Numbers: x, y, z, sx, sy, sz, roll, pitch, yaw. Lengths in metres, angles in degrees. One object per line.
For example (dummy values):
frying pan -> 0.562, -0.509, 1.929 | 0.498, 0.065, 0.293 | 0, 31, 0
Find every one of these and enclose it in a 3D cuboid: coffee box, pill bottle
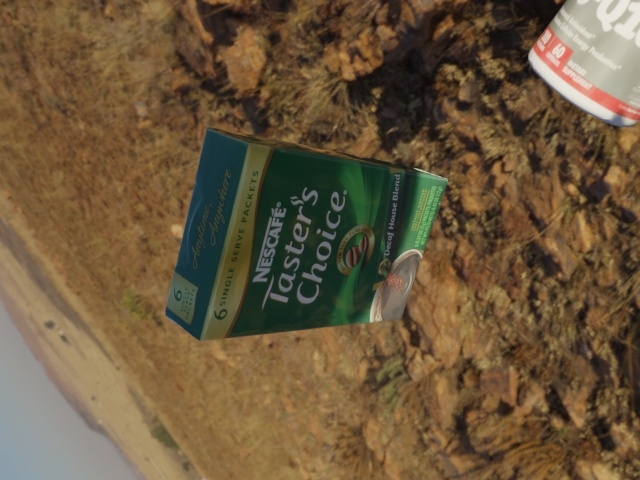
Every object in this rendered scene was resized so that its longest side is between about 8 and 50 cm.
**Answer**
coffee box -> 0.000, 0.000, 0.395 | 0.040, 0.184, 0.113 | 27, 106, 41
pill bottle -> 0.389, -0.288, 0.726 | 0.161, 0.161, 0.283 | 45, 126, 19
